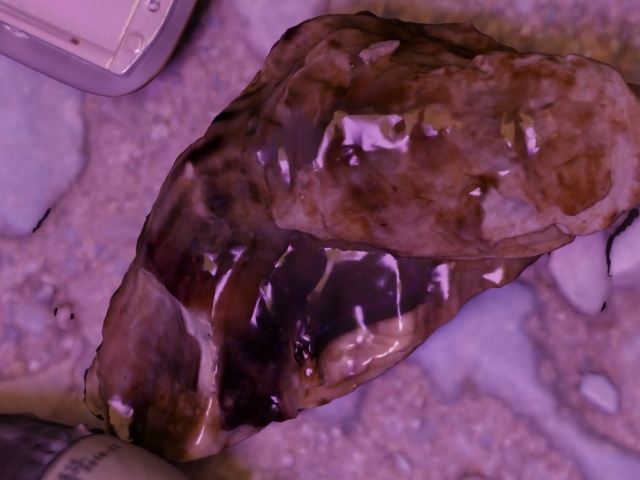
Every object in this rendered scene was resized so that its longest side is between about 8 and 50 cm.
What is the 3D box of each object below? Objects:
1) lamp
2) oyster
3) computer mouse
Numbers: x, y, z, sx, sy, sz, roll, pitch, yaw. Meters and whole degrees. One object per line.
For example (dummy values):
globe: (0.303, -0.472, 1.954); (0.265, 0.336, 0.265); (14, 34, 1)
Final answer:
lamp: (-0.118, 0.133, 0.769); (0.250, 0.101, 0.101); (14, 88, 24)
oyster: (0.003, 0.004, 0.753); (0.166, 0.094, 0.294); (45, 104, 7)
computer mouse: (-0.145, -0.141, 0.828); (0.199, 0.045, 0.102); (24, 91, 17)
